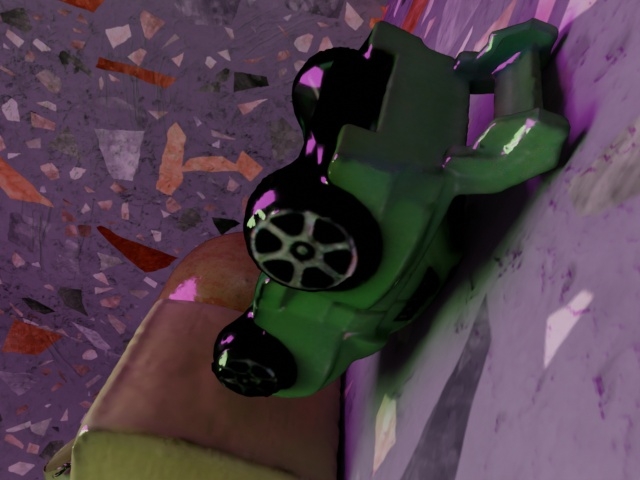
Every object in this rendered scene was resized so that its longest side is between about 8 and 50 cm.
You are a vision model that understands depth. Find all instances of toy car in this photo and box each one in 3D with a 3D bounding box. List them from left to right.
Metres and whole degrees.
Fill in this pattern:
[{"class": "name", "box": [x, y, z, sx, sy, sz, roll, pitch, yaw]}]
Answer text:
[{"class": "toy car", "box": [0.032, -0.014, 0.548, 0.213, 0.176, 0.358, -75, 4, -48]}]

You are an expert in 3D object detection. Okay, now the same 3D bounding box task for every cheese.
[{"class": "cheese", "box": [-0.106, 0.185, 0.731, 0.265, 0.242, 0.124, -82, 13, -67]}]

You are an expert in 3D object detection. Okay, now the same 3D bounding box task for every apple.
[{"class": "apple", "box": [-0.150, 0.139, 1.175, 0.345, 0.269, 0.344, -160, 90, -85]}]

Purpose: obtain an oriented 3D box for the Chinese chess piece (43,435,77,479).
[{"class": "Chinese chess piece", "box": [-0.312, 0.322, 1.039, 0.238, 0.092, 0.238, -32, 5, 3]}]
